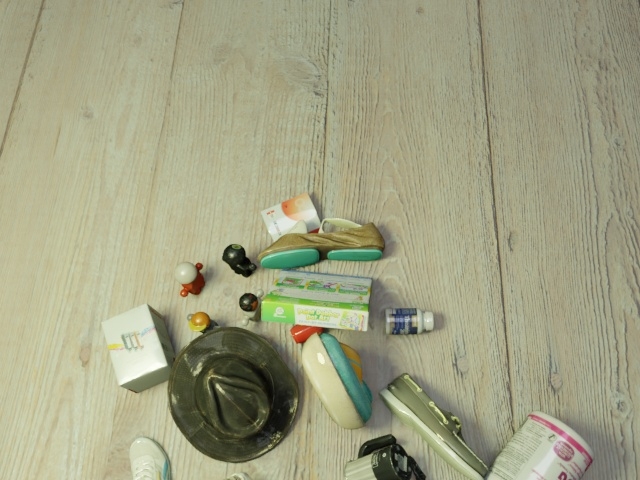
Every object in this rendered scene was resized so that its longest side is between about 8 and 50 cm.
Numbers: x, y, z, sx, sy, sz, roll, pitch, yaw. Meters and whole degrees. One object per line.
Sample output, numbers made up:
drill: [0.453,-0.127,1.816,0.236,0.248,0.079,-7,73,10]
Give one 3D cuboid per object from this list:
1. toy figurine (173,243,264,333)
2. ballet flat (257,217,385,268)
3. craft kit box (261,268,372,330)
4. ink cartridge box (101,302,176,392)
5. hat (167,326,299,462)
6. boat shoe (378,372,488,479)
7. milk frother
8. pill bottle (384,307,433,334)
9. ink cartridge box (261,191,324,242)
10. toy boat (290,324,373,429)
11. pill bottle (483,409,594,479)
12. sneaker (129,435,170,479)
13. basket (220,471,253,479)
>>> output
toy figurine: [-0.258,0.134,1.509,0.213,0.148,0.209,-17,68,-4]
ballet flat: [0.000,0.000,1.562,0.342,0.116,0.124,-6,63,-4]
craft kit box: [0.001,0.142,1.447,0.250,0.246,0.061,5,103,7]
ink cartridge box: [-0.453,0.273,1.477,0.127,0.128,0.176,-22,67,-5]
hat: [-0.211,0.372,1.370,0.331,0.134,0.331,0,85,-5]
boat shoe: [0.272,0.429,1.353,0.091,0.109,0.305,-40,54,-17]
milk frother: [0.155,0.540,1.349,0.135,0.129,0.143,-31,98,28]
pill bottle: [0.225,0.207,1.489,0.120,0.067,0.067,-2,68,3]
ink cartridge box: [-0.068,-0.029,1.619,0.145,0.045,0.179,-23,66,-5]
toy boat: [0.033,0.278,1.403,0.148,0.267,0.318,-27,37,-3]
pill bottle: [0.459,0.536,1.289,0.160,0.160,0.283,39,76,17]
sneaker: [-0.402,0.573,1.371,0.087,0.092,0.228,-21,67,-3]
basket: [-0.224,0.709,1.177,0.331,0.266,0.328,-41,69,0]
